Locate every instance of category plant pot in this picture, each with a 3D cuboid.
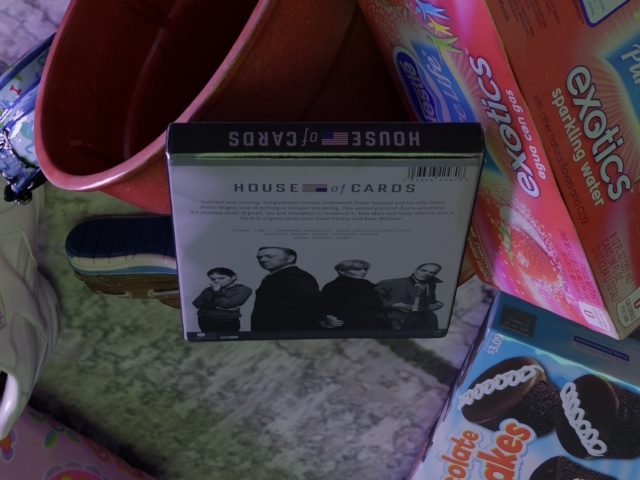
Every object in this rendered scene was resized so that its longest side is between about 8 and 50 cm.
[{"bbox_3d":[-0.004,-0.098,1.179,0.265,0.272,0.272,30,129,-31],"label":"plant pot"}]

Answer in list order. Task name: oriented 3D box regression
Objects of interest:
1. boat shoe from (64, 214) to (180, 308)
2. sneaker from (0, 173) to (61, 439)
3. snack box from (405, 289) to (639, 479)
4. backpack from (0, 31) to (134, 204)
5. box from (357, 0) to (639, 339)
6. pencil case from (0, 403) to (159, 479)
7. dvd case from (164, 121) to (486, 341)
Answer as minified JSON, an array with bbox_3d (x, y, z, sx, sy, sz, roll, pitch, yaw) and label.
[{"bbox_3d":[-0.110,0.017,1.420,0.183,0.066,0.066,4,139,15],"label":"boat shoe"},{"bbox_3d":[-0.272,0.029,1.380,0.114,0.152,0.305,-2,131,10],"label":"sneaker"},{"bbox_3d":[0.184,0.197,1.537,0.187,0.060,0.322,21,132,1],"label":"snack box"},{"bbox_3d":[-0.192,-0.097,1.273,0.084,0.105,0.114,49,142,-10],"label":"backpack"},{"bbox_3d":[0.138,-0.114,1.035,0.154,0.142,0.300,-37,120,-19],"label":"box"},{"bbox_3d":[-0.263,0.209,1.573,0.284,0.124,0.124,35,127,-25],"label":"pencil case"},{"bbox_3d":[0.000,0.000,1.083,0.179,0.030,0.239,0,151,-2],"label":"dvd case"}]
